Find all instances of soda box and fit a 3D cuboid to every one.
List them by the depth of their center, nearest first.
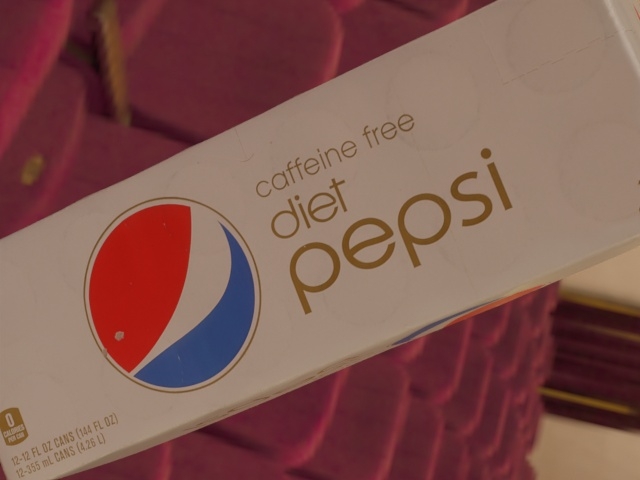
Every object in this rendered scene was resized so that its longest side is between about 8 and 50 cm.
[{"bbox_3d":[0.000,0.000,0.451,0.074,0.216,0.069,68,18,6],"label":"soda box"}]
